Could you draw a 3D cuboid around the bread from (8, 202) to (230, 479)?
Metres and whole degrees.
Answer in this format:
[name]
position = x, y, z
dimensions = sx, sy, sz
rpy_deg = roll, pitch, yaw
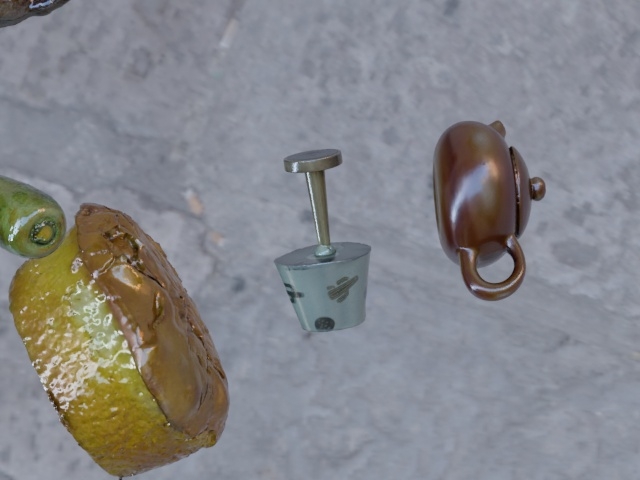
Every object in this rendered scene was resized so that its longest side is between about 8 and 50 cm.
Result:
[bread]
position = -0.277, 0.140, 2.080
dimensions = 0.215, 0.398, 0.398
rpy_deg = -30, 65, 4

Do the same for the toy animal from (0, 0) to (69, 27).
[toy animal]
position = -0.312, -0.280, 1.231
dimensions = 0.260, 0.087, 0.243
rpy_deg = -40, 102, -8

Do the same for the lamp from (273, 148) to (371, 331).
[lamp]
position = 0.000, 0.000, 1.775
dimensions = 0.121, 0.121, 0.214
rpy_deg = 0, 106, 32

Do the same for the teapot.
[teapot]
position = 0.204, -0.040, 1.727
dimensions = 0.135, 0.178, 0.252
rpy_deg = -8, 56, 4

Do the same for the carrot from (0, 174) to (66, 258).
[carrot]
position = -0.385, -0.052, 1.591
dimensions = 0.358, 0.074, 0.074
rpy_deg = 21, 92, 49
